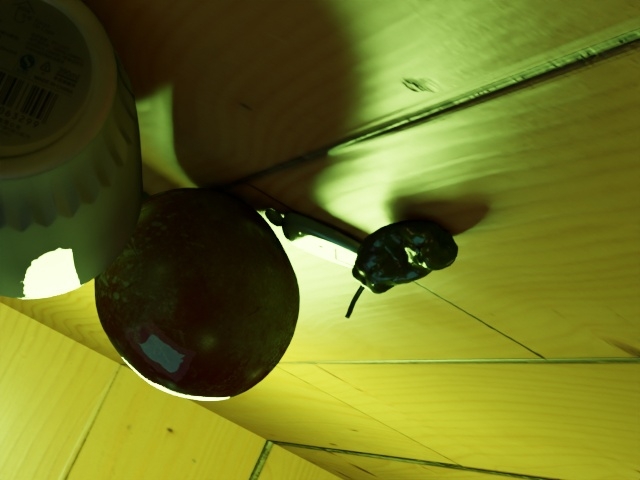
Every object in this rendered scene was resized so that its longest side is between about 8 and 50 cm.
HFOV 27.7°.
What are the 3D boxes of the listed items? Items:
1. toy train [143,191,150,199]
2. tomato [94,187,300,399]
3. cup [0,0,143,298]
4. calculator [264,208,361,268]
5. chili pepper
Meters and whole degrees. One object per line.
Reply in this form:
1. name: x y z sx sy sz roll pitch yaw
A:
1. toy train: -0.292 -0.004 1.844 0.301 0.120 0.202 34 160 -30
2. tomato: -0.141 0.058 1.598 0.270 0.223 0.270 44 -159 -22
3. cup: -0.303 -0.100 1.319 0.253 0.253 0.371 25 162 -2
4. calculator: 0.000 0.000 1.594 0.153 0.021 0.095 22 164 9
5. chili pepper: 0.078 0.020 1.454 0.072 0.073 0.204 47 148 -11
